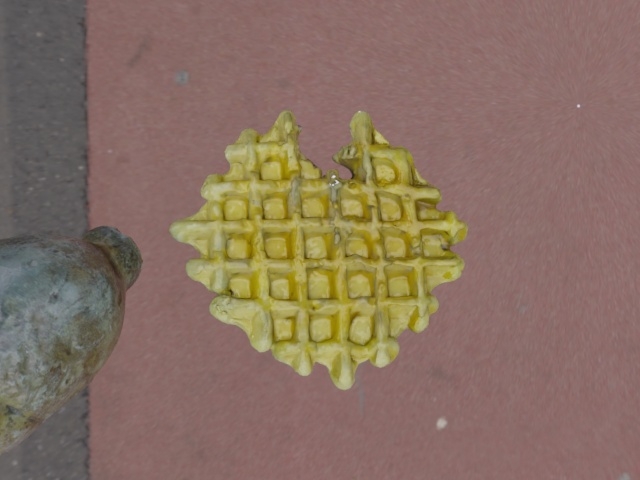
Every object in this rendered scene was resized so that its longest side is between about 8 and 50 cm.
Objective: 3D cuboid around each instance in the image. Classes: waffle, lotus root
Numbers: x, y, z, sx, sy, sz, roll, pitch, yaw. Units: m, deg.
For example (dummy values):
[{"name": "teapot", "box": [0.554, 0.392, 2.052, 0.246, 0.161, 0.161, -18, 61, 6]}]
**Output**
[{"name": "waffle", "box": [0.000, 0.000, 1.038, 0.261, 0.056, 0.250, 45, 76, 2]}, {"name": "lotus root", "box": [-0.295, 0.094, 0.930, 0.349, 0.175, 0.175, -35, 88, -24]}]
